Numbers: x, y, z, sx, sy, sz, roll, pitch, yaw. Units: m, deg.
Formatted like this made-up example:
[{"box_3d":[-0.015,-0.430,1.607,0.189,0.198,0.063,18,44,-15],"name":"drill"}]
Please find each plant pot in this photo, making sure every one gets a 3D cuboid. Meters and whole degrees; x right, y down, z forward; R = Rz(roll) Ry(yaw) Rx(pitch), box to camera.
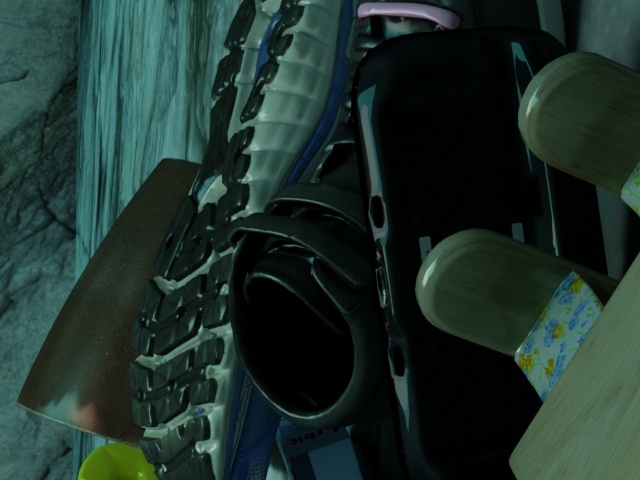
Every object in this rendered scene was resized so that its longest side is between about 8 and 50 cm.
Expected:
[{"box_3d":[-0.117,0.055,1.170,0.215,0.215,0.230,180,107,-75],"name":"plant pot"}]

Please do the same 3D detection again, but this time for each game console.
[{"box_3d":[0.045,-0.066,0.569,0.044,0.213,0.361,173,88,-74],"name":"game console"}]

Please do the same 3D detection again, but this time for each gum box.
[{"box_3d":[-0.002,0.140,0.879,0.184,0.041,0.157,-116,9,-62],"name":"gum box"}]

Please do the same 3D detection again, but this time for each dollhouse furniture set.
[{"box_3d":[0.063,0.069,0.425,0.242,0.161,0.212,-61,24,19],"name":"dollhouse furniture set"}]

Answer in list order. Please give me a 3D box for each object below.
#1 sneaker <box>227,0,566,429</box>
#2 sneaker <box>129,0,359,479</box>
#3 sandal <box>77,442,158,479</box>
[{"box_3d":[0.031,-0.041,0.653,0.104,0.147,0.295,13,107,37],"name":"sneaker"},{"box_3d":[0.000,0.000,0.777,0.130,0.147,0.330,-14,55,61],"name":"sneaker"},{"box_3d":[-0.206,0.374,1.439,0.138,0.126,0.317,100,176,-47],"name":"sandal"}]
